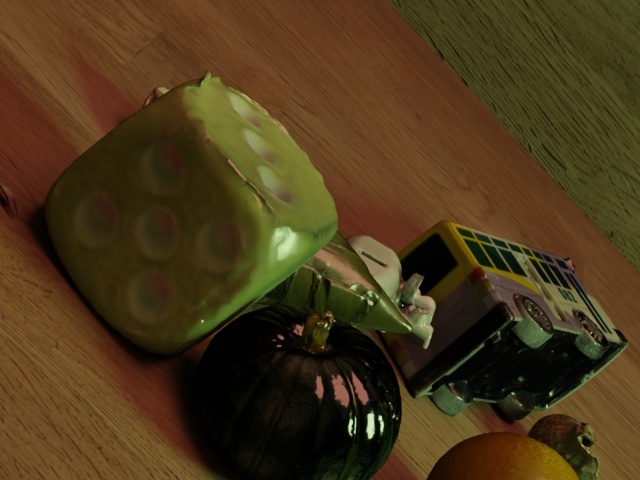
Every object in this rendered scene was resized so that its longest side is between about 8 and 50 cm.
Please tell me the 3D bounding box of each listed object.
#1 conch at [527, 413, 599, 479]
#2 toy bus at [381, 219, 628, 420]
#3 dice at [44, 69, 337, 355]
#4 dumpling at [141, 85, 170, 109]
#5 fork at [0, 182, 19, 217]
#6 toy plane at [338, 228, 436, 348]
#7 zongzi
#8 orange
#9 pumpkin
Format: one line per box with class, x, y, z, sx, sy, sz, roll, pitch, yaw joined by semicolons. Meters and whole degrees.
conch;0.392;0.341;2.410;0.130;0.207;0.155;-30;83;-24
toy bus;0.282;0.127;2.469;0.440;0.209;0.249;14;39;-54
dice;-0.146;-0.031;1.828;0.249;0.254;0.252;53;20;1
dumpling;-0.194;-0.115;2.125;0.169;0.100;0.134;42;-23;31
fork;-0.375;-0.073;1.778;0.115;0.012;0.016;56;15;18
toy plane;0.049;0.069;2.225;0.267;0.122;0.267;26;23;-12
zongzi;0.000;0.000;2.102;0.274;0.125;0.250;16;45;-15
orange;0.233;0.354;1.967;0.236;0.236;0.236;41;23;-21
pumpkin;-0.022;0.174;1.793;0.250;0.216;0.250;11;24;-5
